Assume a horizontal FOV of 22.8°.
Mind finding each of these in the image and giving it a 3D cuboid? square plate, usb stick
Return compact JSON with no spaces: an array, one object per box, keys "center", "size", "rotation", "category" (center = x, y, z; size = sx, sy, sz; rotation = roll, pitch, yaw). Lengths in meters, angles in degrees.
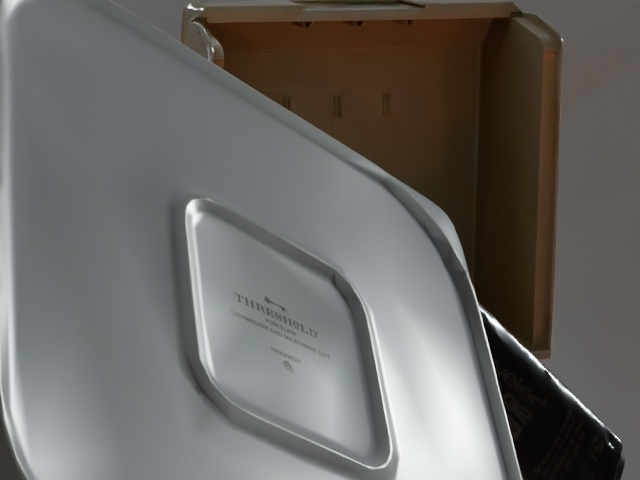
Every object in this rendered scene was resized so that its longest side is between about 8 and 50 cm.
[{"center":[-0.025,0.046,0.587],"size":[0.049,0.347,0.344],"rotation":[-38,-138,28],"category":"square plate"},{"center":[0.071,0.066,0.898],"size":[0.045,0.278,0.077],"rotation":[-7,-135,58],"category":"usb stick"}]

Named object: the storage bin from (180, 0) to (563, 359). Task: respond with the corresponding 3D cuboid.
[{"center":[0.031,-0.043,1.164],"size":[0.262,0.260,0.123],"rotation":[-4,-166,-18],"category":"storage bin"}]
